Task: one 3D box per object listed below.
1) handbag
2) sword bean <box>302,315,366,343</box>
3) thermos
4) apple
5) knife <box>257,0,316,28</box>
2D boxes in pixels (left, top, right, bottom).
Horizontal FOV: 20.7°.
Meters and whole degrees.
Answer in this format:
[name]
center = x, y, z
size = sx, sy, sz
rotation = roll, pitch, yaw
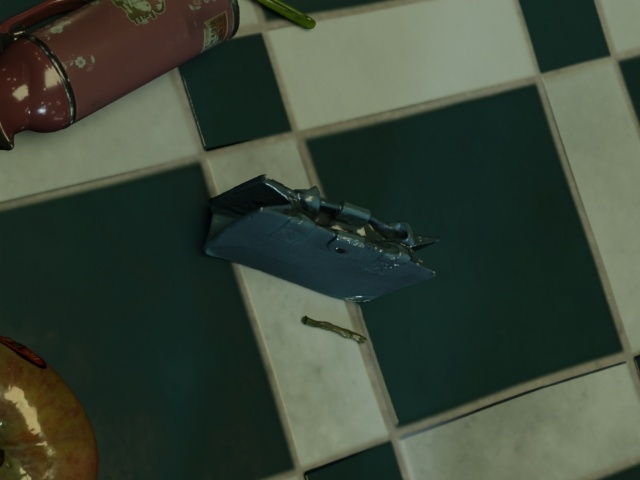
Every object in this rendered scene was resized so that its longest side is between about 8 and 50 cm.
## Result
[handbag]
center = 0.000, 0.000, 1.939
size = 0.229, 0.179, 0.062
rotation = 19, 69, -25
[sword bean]
center = 0.016, 0.102, 2.020
size = 0.083, 0.012, 0.012
rotation = 20, 70, -22
[thermos]
center = -0.253, -0.210, 1.891
size = 0.330, 0.109, 0.136
rotation = -33, 95, -30
[apple]
center = -0.345, 0.209, 1.694
size = 0.260, 0.194, 0.261
rotation = 6, 78, -28
[knife]
center = -0.083, -0.291, 2.053
size = 0.184, 0.026, 0.022
rotation = 25, 38, -23
